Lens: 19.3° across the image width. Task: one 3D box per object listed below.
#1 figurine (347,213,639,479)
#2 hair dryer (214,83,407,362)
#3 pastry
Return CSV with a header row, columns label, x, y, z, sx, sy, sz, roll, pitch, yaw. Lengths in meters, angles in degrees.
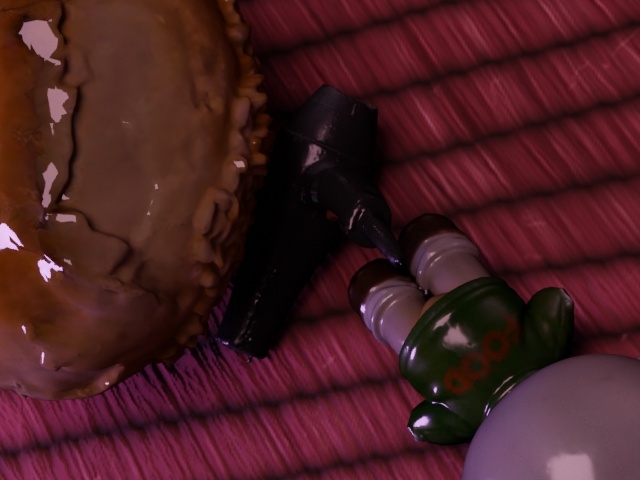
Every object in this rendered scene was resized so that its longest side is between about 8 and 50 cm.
label,x,y,z,sx,sy,sz,roll,pitch,yaw
figurine,0.153,0.125,1.356,0.281,0.167,0.370,-41,51,2
hair dryer,0.000,0.000,1.446,0.235,0.091,0.272,-66,16,2
pastry,-0.189,-0.074,1.505,0.409,0.245,0.409,-9,80,59
